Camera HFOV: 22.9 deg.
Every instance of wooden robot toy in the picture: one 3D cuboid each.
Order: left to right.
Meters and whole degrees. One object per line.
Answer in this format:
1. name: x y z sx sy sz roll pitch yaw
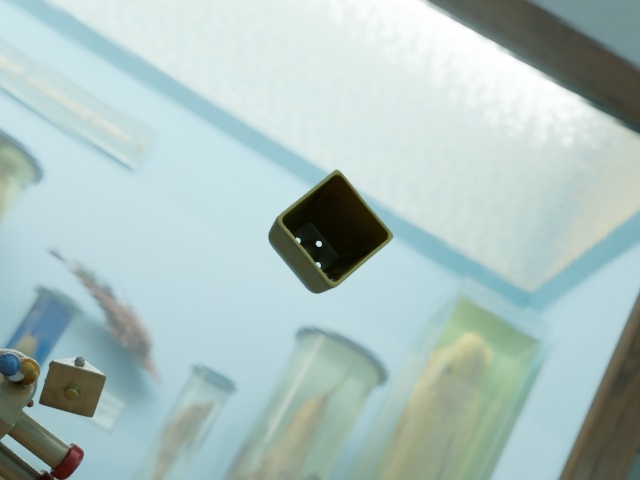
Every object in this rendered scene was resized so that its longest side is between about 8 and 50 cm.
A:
1. wooden robot toy: -0.174 0.098 0.866 0.076 0.079 0.173 40 -64 -21

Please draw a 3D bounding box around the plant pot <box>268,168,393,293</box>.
1. plant pot: 0.000 0.000 1.430 0.081 0.081 0.083 51 -26 0
